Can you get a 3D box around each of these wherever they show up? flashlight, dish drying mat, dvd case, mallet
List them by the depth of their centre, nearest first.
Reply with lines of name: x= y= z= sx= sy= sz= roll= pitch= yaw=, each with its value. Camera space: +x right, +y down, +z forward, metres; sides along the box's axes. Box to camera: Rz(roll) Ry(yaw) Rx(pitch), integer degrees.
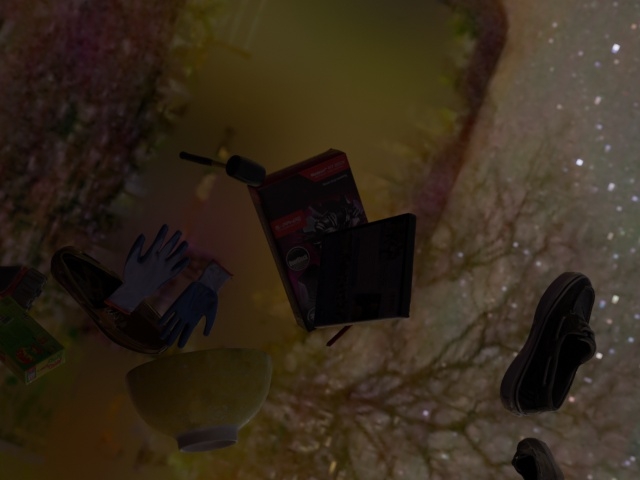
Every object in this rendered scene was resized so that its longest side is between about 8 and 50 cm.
mallet: x=-0.174 y=-0.127 z=1.615 sx=0.062 sy=0.189 sz=0.039 roll=22 pitch=86 yaw=-53
dvd case: x=0.075 y=0.058 z=1.750 sx=0.253 sy=0.022 sz=0.180 roll=-14 pitch=-114 yaw=53
dish drying mat: x=0.045 y=0.197 z=2.121 sx=0.083 sy=0.008 sz=0.032 roll=-41 pitch=-173 yaw=-12
flashlight: x=-0.784 y=0.052 z=2.283 sx=0.103 sy=0.304 sz=0.103 roll=-59 pitch=-173 yaw=1

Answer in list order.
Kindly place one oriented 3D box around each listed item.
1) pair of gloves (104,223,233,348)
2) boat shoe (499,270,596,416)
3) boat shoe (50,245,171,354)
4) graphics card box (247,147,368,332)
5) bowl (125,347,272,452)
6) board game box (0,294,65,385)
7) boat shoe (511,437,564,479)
pair of gloves: x=-0.230 y=0.075 z=1.549 sx=0.159 sy=0.198 sz=0.023 roll=-53 pitch=-148 yaw=-2
boat shoe: x=0.449 y=0.194 z=1.818 sx=0.119 sy=0.121 sz=0.335 roll=1 pitch=-134 yaw=42
boat shoe: x=-0.434 y=0.132 z=2.054 sx=0.111 sy=0.307 sz=0.104 roll=-55 pitch=-170 yaw=-18
graphics card box: x=0.000 y=0.000 z=2.304 sx=0.094 sy=0.232 sz=0.371 roll=24 pitch=-46 yaw=67
bowl: x=-0.224 y=0.321 z=1.917 sx=0.289 sy=0.289 sz=0.156 roll=121 pitch=-38 yaw=-65
board game box: x=-0.583 y=0.189 z=1.906 sx=0.092 sy=0.181 sz=0.043 roll=-32 pitch=148 yaw=-39
boat shoe: x=0.489 y=0.514 z=2.298 sx=0.227 sy=0.081 sz=0.079 roll=-118 pitch=-134 yaw=-74
